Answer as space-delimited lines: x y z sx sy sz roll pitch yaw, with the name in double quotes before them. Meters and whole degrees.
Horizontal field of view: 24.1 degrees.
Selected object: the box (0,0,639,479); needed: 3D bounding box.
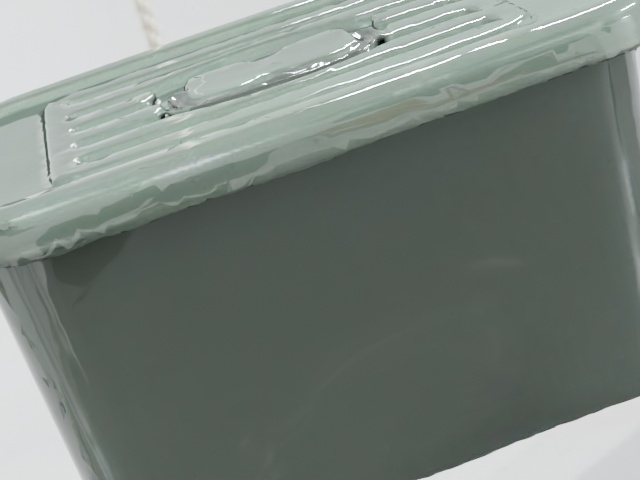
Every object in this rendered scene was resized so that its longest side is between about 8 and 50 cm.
"box" 0.000 0.000 0.505 0.243 0.135 0.163 -19 20 -6
